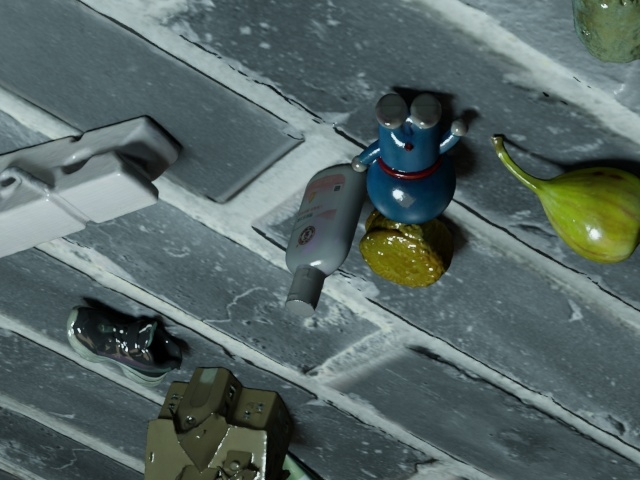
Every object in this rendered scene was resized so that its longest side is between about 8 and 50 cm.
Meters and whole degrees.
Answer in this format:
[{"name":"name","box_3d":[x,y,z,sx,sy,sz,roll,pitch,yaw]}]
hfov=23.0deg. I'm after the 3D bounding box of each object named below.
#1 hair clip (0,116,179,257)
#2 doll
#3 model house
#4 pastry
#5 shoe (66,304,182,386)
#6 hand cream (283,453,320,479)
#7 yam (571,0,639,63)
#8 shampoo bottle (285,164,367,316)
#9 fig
[{"name":"hair clip","box_3d":[-0.296,-0.053,1.730,0.331,0.101,0.085,-13,134,37]},{"name":"doll","box_3d":[0.087,-0.074,1.516,0.114,0.085,0.152,0,136,7]},{"name":"model house","box_3d":[-0.158,0.312,2.088,0.181,0.248,0.176,3,146,21]},{"name":"pastry","box_3d":[0.091,0.007,1.660,0.097,0.057,0.109,22,148,-3]},{"name":"shoe","box_3d":[-0.240,0.126,2.012,0.169,0.071,0.099,33,143,-31]},{"name":"hand cream","box_3d":[-0.016,0.377,2.316,0.086,0.055,0.235,-20,126,42]},{"name":"yam","box_3d":[0.227,-0.217,1.218,0.078,0.078,0.179,5,146,20]},{"name":"shampoo bottle","box_3d":[0.000,0.000,1.589,0.080,0.165,0.040,-13,138,40]},{"name":"fig","box_3d":[0.242,-0.045,1.507,0.166,0.093,0.093,35,158,28]}]
